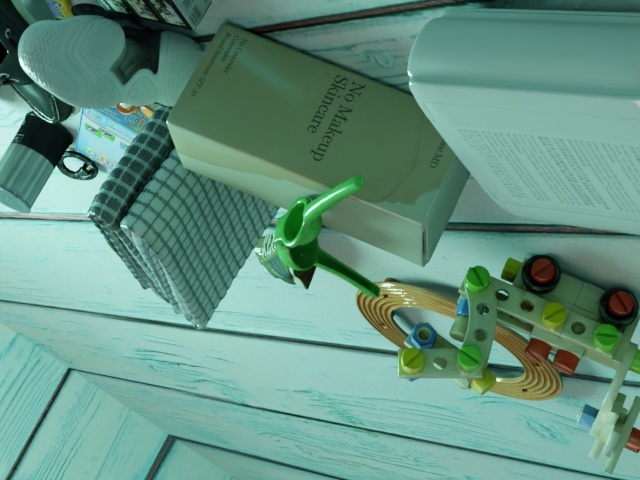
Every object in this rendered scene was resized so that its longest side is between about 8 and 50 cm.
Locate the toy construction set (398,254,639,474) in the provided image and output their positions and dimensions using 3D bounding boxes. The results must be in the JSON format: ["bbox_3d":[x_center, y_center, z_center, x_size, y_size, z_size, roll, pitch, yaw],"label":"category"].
[{"bbox_3d":[0.272,0.142,1.749,0.327,0.215,0.151,28,162,-2],"label":"toy construction set"}]

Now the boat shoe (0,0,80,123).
[{"bbox_3d":[-0.407,-0.247,1.746,0.127,0.113,0.340,23,152,30],"label":"boat shoe"}]

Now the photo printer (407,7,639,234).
[{"bbox_3d":[0.262,-0.102,1.292,0.307,0.107,0.256,9,154,41],"label":"photo printer"}]

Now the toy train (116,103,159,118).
[{"bbox_3d":[-0.257,-0.194,1.830,0.166,0.046,0.125,12,166,38],"label":"toy train"}]

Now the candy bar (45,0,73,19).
[{"bbox_3d":[-0.318,-0.282,1.756,0.040,0.018,0.161,23,160,15],"label":"candy bar"}]

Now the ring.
[{"bbox_3d":[0.209,0.145,2.136,0.336,0.032,0.336,24,162,8],"label":"ring"}]

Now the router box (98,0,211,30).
[{"bbox_3d":[-0.211,-0.302,1.512,0.133,0.046,0.179,17,159,31],"label":"router box"}]

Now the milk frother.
[{"bbox_3d":[-0.427,-0.099,2.204,0.143,0.135,0.129,32,162,-12],"label":"milk frother"}]

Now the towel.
[{"bbox_3d":[-0.167,-0.053,1.816,0.121,0.235,0.284,24,160,21],"label":"towel"}]

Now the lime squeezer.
[{"bbox_3d":[0.000,0.000,1.554,0.110,0.059,0.310,23,160,14],"label":"lime squeezer"}]

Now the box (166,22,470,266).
[{"bbox_3d":[0.004,-0.106,1.580,0.311,0.148,0.121,21,160,14],"label":"box"}]

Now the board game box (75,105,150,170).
[{"bbox_3d":[-0.268,-0.135,2.039,0.160,0.039,0.211,29,161,-4],"label":"board game box"}]

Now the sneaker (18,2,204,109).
[{"bbox_3d":[-0.266,-0.213,1.623,0.153,0.101,0.268,23,-166,34],"label":"sneaker"}]

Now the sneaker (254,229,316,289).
[{"bbox_3d":[-0.061,0.018,2.114,0.086,0.064,0.192,18,163,13],"label":"sneaker"}]
